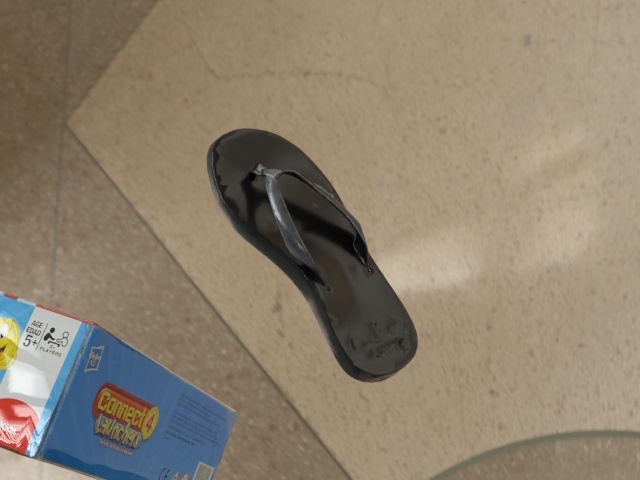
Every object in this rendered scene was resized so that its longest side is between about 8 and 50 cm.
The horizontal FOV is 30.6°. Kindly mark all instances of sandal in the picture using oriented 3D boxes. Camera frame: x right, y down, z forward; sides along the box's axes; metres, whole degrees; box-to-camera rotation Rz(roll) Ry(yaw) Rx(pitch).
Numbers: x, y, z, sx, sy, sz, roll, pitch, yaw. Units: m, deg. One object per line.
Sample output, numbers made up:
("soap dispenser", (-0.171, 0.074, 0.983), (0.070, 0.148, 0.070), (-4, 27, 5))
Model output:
("sandal", (0.001, 0.000, 0.996), (0.097, 0.054, 0.254), (-33, 79, -29))

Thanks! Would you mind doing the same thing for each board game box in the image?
("board game box", (-0.248, 0.091, 0.842), (0.302, 0.308, 0.086), (17, 76, 17))
